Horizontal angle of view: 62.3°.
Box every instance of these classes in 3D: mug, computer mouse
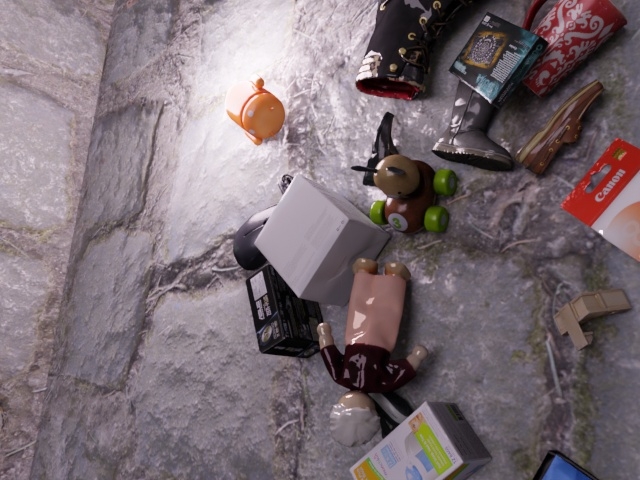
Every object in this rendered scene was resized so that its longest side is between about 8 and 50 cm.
[{"bbox_3d":[0.414,-0.350,0.927,0.169,0.113,0.150,-48,22,26],"label":"mug"},{"bbox_3d":[-0.145,-0.032,1.353,0.272,0.072,0.189,-43,53,25],"label":"computer mouse"}]

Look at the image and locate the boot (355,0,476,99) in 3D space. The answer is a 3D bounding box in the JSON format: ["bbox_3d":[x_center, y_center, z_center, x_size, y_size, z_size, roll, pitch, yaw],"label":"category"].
[{"bbox_3d":[0.230,-0.445,1.091,0.377,0.138,0.284,16,87,48],"label":"boot"}]

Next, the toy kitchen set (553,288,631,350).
[{"bbox_3d":[0.418,0.126,0.808,0.083,0.075,0.068,103,159,-57],"label":"toy kitchen set"}]

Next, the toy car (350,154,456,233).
[{"bbox_3d":[0.145,-0.102,1.013,0.155,0.188,0.149,10,83,38],"label":"toy car"}]

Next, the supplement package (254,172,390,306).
[{"bbox_3d":[0.000,0.000,1.153,0.194,0.149,0.203,-57,47,13],"label":"supplement package"}]

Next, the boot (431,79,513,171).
[{"bbox_3d":[0.316,-0.246,1.004,0.189,0.076,0.209,27,89,44],"label":"boot"}]

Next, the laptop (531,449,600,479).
[{"bbox_3d":[0.344,0.456,0.694,0.136,0.264,0.234,26,97,8],"label":"laptop"}]

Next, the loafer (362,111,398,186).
[{"bbox_3d":[0.141,-0.196,1.160,0.061,0.062,0.170,15,90,4],"label":"loafer"}]

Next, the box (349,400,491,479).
[{"bbox_3d":[0.166,0.383,0.907,0.203,0.103,0.114,-49,49,20],"label":"box"}]

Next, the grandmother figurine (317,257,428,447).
[{"bbox_3d":[0.092,0.206,0.981,0.207,0.104,0.343,3,62,25],"label":"grandmother figurine"}]

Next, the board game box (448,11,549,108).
[{"bbox_3d":[0.309,-0.326,0.947,0.126,0.026,0.186,-56,29,24],"label":"board game box"}]

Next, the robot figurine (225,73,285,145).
[{"bbox_3d":[-0.179,-0.360,1.451,0.158,0.128,0.219,-53,48,7],"label":"robot figurine"}]

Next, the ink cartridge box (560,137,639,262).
[{"bbox_3d":[0.469,-0.068,0.803,0.145,0.045,0.179,-56,44,17],"label":"ink cartridge box"}]

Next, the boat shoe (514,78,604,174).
[{"bbox_3d":[0.413,-0.189,0.901,0.060,0.064,0.178,44,111,10],"label":"boat shoe"}]

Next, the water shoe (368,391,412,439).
[{"bbox_3d":[0.085,0.304,1.031,0.203,0.072,0.080,36,104,44],"label":"water shoe"}]

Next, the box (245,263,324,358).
[{"bbox_3d":[-0.074,0.158,1.173,0.077,0.147,0.180,-35,56,30],"label":"box"}]
